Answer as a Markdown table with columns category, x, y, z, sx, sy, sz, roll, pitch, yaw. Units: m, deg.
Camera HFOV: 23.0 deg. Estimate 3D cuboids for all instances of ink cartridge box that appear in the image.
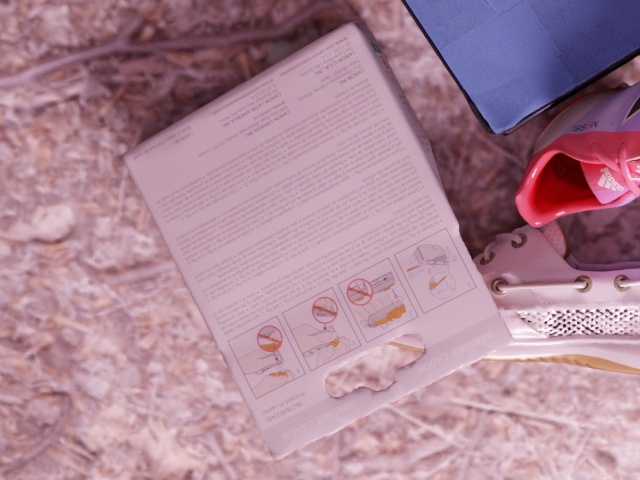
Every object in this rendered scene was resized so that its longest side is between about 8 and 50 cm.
| category | x | y | z | sx | sy | sz | roll | pitch | yaw |
| --- | --- | --- | --- | --- | --- | --- | --- | --- | --- |
| ink cartridge box | 0.000 | 0.000 | 1.007 | 0.181 | 0.056 | 0.224 | -28 | 88 | 15 |

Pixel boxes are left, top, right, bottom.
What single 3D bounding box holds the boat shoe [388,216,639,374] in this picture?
| category | x | y | z | sx | sy | sz | roll | pitch | yaw |
| --- | --- | --- | --- | --- | --- | --- | --- | --- | --- |
| boat shoe | 0.143 | 0.029 | 1.021 | 0.277 | 0.098 | 0.096 | 4 | 97 | 8 |

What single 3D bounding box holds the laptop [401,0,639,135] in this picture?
| category | x | y | z | sx | sy | sz | roll | pitch | yaw |
| --- | --- | --- | --- | --- | --- | --- | --- | --- | --- |
| laptop | 0.093 | -0.289 | 0.776 | 0.382 | 0.236 | 0.408 | -32 | 149 | 30 |

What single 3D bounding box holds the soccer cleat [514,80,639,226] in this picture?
| category | x | y | z | sx | sy | sz | roll | pitch | yaw |
| --- | --- | --- | --- | --- | --- | --- | --- | --- | --- |
| soccer cleat | 0.201 | -0.063 | 0.906 | 0.083 | 0.248 | 0.095 | 45 | 67 | -11 |
